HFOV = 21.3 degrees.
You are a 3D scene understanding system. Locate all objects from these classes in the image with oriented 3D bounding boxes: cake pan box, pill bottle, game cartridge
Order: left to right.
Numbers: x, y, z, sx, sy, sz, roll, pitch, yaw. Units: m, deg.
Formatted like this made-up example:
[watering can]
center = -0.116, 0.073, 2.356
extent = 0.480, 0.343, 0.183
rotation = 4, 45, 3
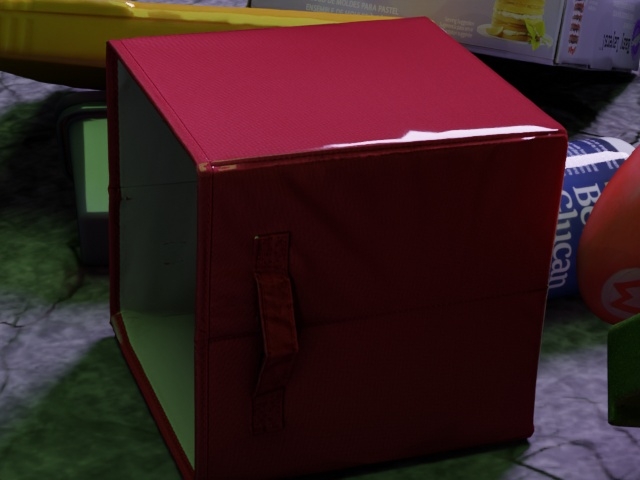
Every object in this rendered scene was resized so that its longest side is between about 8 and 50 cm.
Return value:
[game cartridge]
center = -0.071, -0.127, 1.178
extent = 0.323, 0.053, 0.285
rotation = 7, 1, 7
[cake pan box]
center = 0.110, -0.182, 1.330
extent = 0.246, 0.070, 0.267
rotation = 15, 10, 23
[pill bottle]
center = 0.149, -0.013, 1.039
extent = 0.169, 0.094, 0.094
rotation = -10, 29, -20

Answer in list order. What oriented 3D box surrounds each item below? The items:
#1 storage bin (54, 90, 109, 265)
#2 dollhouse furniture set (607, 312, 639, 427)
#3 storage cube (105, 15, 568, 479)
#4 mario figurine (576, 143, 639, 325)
[storage bin]
center = -0.101, -0.032, 1.084
extent = 0.135, 0.098, 0.091
rotation = -1, 54, -5
[dollhouse furniture set]
center = 0.279, 0.121, 0.636
extent = 0.301, 0.197, 0.151
rotation = 5, -18, -15
[storage cube]
center = 0.000, 0.000, 0.909
extent = 0.193, 0.184, 0.215
rotation = -7, 27, -19
[mario figurine]
center = 0.285, 0.021, 0.831
extent = 0.320, 0.198, 0.170
rotation = 1, -5, -6
